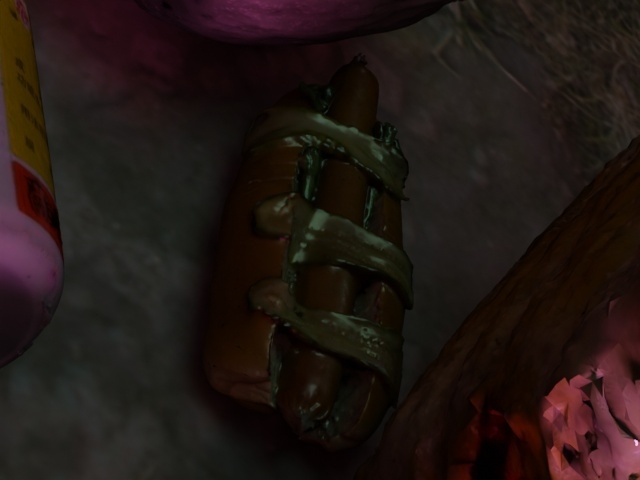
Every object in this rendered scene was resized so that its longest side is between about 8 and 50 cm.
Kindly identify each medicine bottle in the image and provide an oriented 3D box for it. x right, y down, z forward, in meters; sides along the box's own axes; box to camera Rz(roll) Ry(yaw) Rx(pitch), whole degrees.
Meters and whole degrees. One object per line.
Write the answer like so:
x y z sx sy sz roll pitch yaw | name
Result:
-0.192 -0.057 0.830 0.139 0.139 0.225 12 49 -33 | medicine bottle

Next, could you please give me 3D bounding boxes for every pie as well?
0.188 0.032 0.858 0.180 0.418 0.395 40 37 4 | pie

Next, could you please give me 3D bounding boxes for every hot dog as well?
0.000 0.000 0.998 0.109 0.072 0.269 29 43 -21 | hot dog

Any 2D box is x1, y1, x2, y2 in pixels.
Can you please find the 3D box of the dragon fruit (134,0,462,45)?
-0.027 -0.200 1.059 0.221 0.204 0.283 -38 54 -21 | dragon fruit
